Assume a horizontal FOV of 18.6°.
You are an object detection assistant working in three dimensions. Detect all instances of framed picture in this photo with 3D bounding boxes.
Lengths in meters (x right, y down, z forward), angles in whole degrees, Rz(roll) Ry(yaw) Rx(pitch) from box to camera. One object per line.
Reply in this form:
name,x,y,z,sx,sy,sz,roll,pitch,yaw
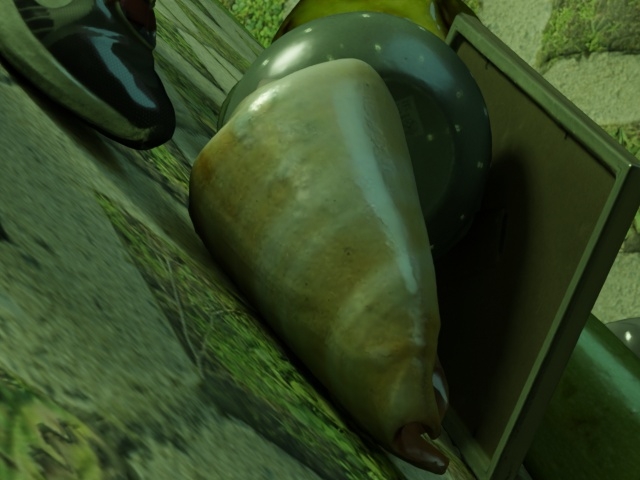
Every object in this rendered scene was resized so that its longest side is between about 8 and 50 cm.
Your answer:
framed picture,0.107,-0.002,1.320,0.024,0.232,0.315,15,19,-24

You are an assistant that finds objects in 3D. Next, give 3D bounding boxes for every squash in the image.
squash,0.150,0.097,1.390,0.287,0.137,0.137,44,5,10

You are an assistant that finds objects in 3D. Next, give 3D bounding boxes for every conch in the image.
conch,-0.004,0.011,1.065,0.158,0.127,0.255,84,-4,-50

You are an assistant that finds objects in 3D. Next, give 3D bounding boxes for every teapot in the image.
teapot,0.004,-0.068,1.350,0.183,0.183,0.251,44,-6,-17

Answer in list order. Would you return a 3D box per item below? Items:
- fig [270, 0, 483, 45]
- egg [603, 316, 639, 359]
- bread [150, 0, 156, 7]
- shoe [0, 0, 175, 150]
fig,0.064,-0.120,1.852,0.239,0.239,0.271,49,-12,32
egg,0.273,0.161,1.537,0.232,0.176,0.176,44,5,-42
bread,-0.182,-0.269,1.404,0.168,0.163,0.264,47,6,9
shoe,-0.144,-0.153,1.100,0.227,0.112,0.099,45,4,19
